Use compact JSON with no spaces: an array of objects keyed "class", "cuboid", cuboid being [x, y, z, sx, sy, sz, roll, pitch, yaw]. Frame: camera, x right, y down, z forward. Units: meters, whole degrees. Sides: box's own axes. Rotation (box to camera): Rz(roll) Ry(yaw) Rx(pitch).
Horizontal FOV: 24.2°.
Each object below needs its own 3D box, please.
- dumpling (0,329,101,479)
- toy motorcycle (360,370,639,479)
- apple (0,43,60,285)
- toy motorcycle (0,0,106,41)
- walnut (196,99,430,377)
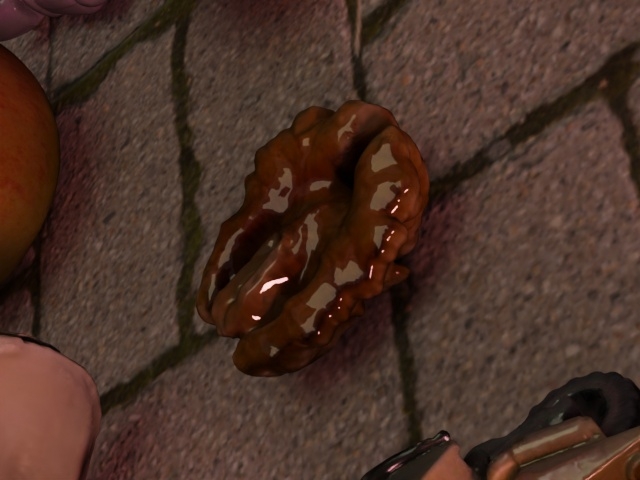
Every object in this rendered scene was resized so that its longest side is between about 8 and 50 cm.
[{"class":"dumpling","cuboid":[-0.311,0.200,0.895,0.395,0.315,0.233,-44,47,4]},{"class":"toy motorcycle","cuboid":[0.064,0.151,0.668,0.229,0.094,0.130,-38,18,4]},{"class":"apple","cuboid":[-0.319,-0.051,1.172,0.261,0.194,0.261,-27,46,32]},{"class":"toy motorcycle","cuboid":[-0.212,-0.246,1.282,0.225,0.073,0.152,-33,47,29]},{"class":"walnut","cuboid":[0.000,0.000,0.880,0.170,0.069,0.143,-52,39,12]}]
